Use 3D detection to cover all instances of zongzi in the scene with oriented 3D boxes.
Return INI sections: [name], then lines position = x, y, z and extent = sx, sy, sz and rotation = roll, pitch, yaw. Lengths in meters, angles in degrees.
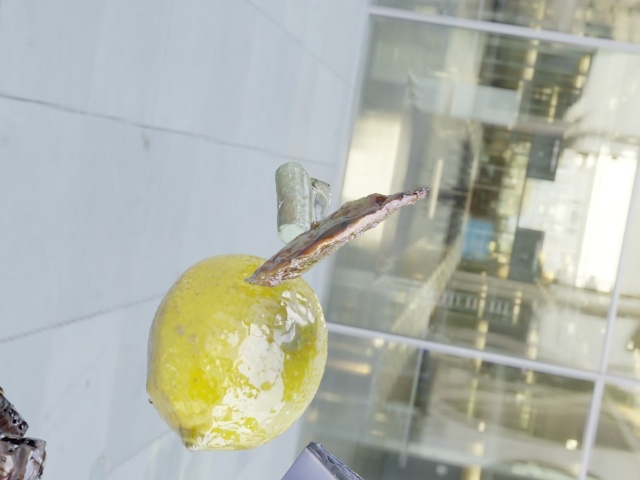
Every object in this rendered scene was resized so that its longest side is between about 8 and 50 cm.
[zongzi]
position = -0.014, -0.039, 1.436
extent = 0.076, 0.040, 0.083
rotation = 12, 93, -75

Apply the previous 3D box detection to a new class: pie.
[pie]
position = -0.002, 0.001, 0.899
extent = 0.088, 0.191, 0.033
rotation = -30, 88, -52

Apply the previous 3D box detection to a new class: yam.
[yam]
position = -0.030, -0.040, 1.248
extent = 0.043, 0.043, 0.094
rotation = 84, 4, -63

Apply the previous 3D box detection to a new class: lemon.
[lemon]
position = -0.116, 0.157, 1.515
extent = 0.253, 0.253, 0.310
rotation = 89, 14, -53

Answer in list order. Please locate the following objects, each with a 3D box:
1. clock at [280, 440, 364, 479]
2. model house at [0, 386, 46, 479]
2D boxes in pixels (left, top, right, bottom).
[clock]
position = 0.058, 0.298, 1.098
extent = 0.073, 0.193, 0.144
rotation = -50, -158, -5
[model house]
position = -0.296, 0.303, 1.026
extent = 0.297, 0.282, 0.317
rotation = 37, 66, -43
